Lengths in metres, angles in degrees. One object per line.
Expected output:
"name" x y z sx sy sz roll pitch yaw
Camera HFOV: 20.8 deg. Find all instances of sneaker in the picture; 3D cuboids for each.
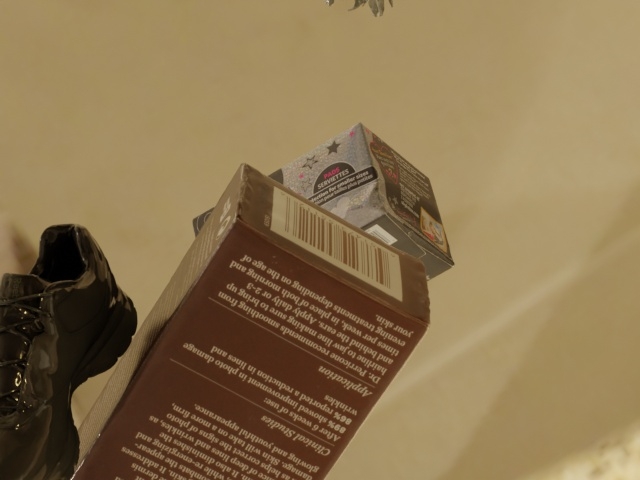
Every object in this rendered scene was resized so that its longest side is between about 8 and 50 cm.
"sneaker" -0.241 0.100 1.413 0.109 0.286 0.130 -1 130 15

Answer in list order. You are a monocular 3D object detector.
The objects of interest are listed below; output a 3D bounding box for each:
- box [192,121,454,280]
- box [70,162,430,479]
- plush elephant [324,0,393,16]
"box" 0.000 0.000 2.030 0.163 0.247 0.142 36 -149 -48
"box" -0.082 0.147 1.505 0.191 0.381 0.143 29 -160 -11
"plush elephant" 0.015 -0.381 1.395 0.271 0.330 0.255 -1 150 27
